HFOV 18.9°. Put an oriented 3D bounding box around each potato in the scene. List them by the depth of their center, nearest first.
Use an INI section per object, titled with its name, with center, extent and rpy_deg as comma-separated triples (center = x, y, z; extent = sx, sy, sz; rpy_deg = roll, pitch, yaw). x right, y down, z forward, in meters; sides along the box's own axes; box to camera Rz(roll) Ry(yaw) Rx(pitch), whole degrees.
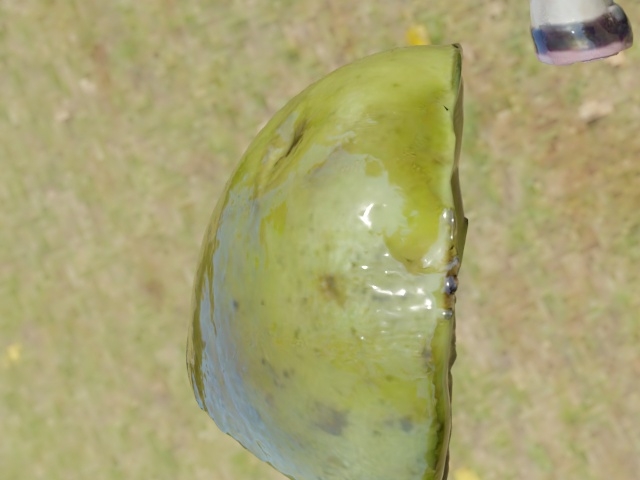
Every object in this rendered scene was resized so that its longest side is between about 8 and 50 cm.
[potato]
center = 0.000, 0.000, 1.385
extent = 0.330, 0.212, 0.280
rpy_deg = -82, -7, -55

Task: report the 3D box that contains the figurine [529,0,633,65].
[figurine]
center = 0.316, -0.248, 1.409
extent = 0.211, 0.361, 0.253
rpy_deg = 51, -135, -64
